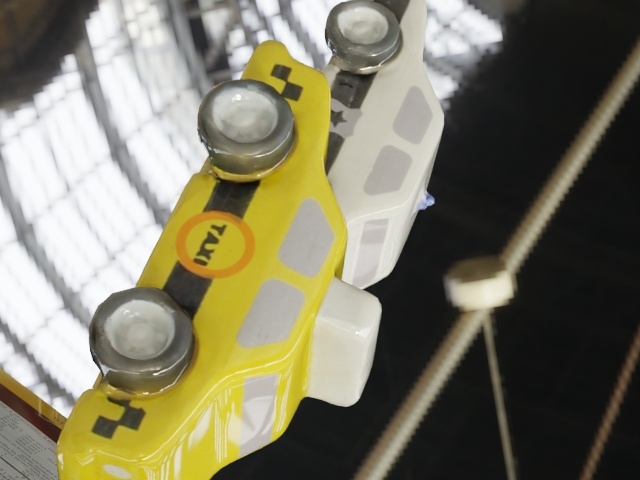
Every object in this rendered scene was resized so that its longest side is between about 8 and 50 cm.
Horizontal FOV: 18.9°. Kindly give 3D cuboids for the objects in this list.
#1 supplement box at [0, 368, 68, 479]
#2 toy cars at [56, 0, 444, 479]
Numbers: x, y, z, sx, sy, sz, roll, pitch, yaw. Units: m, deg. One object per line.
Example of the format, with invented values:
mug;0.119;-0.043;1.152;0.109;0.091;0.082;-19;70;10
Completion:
supplement box;-0.221;0.171;0.951;0.129;0.191;0.194;35;-167;11
toy cars;0.000;0.000;0.795;0.087;0.176;0.393;21;-161;7
